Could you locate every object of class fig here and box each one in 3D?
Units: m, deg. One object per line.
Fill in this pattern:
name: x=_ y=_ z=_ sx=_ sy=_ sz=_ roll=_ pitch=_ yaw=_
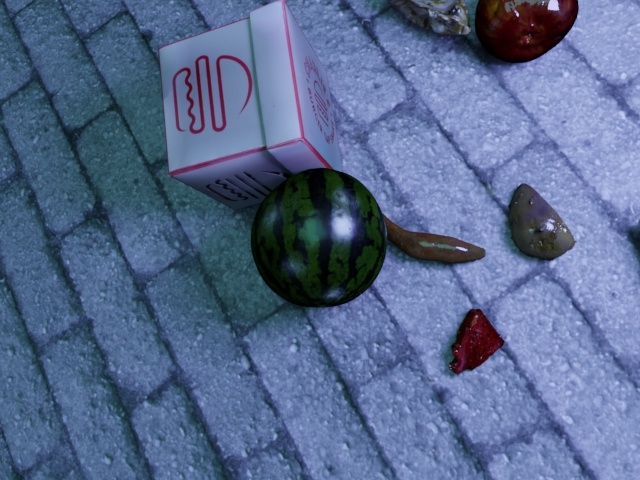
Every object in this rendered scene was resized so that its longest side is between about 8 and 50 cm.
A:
fig: x=0.441 y=-0.509 z=1.162 sx=0.204 sy=0.186 sz=0.249 roll=-12 pitch=42 yaw=26

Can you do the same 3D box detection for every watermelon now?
watermelon: x=0.000 y=0.000 z=1.102 sx=0.285 sy=0.285 sz=0.285 roll=-3 pitch=78 yaw=14

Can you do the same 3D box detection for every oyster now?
oyster: x=0.241 y=-0.578 z=1.248 sx=0.166 sy=0.110 sz=0.341 roll=-40 pitch=69 yaw=-6

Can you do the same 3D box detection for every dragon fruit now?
dragon fruit: x=0.303 y=0.208 z=1.088 sx=0.131 sy=0.063 sz=0.097 roll=-43 pitch=71 yaw=3

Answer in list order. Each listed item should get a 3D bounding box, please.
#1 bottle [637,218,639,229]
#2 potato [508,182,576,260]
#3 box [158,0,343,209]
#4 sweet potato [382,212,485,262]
bottle: x=0.686 y=0.061 z=0.998 sx=0.104 sy=0.104 sz=0.245 roll=-14 pitch=76 yaw=12
potato: x=0.434 y=-0.038 z=1.092 sx=0.101 sy=0.089 sz=0.172 roll=-34 pitch=74 yaw=8
box: x=-0.140 y=-0.267 z=1.176 sx=0.300 sy=0.314 sz=0.312 roll=-13 pitch=76 yaw=15
sweet potato: x=0.225 y=0.005 z=1.158 sx=0.255 sy=0.058 sz=0.078 roll=19 pitch=68 yaw=20
